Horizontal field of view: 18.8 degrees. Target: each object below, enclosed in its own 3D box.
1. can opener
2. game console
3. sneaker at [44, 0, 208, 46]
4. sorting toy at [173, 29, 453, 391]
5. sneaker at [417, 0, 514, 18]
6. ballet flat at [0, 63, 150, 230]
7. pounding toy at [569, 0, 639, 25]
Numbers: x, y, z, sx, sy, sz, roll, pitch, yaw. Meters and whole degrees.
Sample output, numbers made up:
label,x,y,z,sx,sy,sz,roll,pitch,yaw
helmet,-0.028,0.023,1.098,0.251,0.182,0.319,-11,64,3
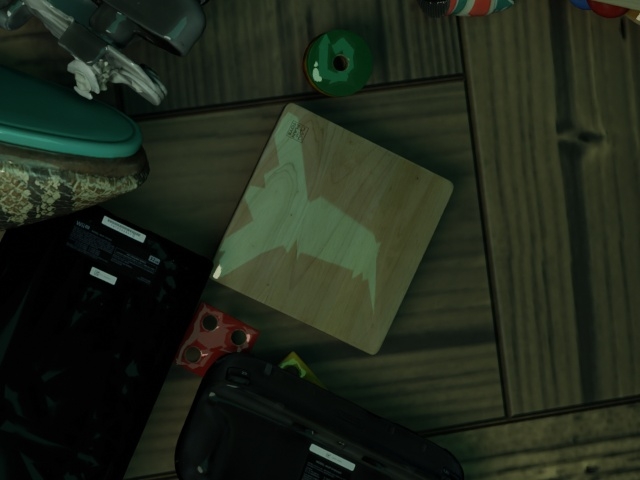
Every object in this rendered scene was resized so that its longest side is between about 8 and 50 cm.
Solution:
label,x,y,z,sx,sy,sz,roll,pitch,yaw
can opener,-0.196,-0.179,1.238,0.280,0.074,0.093,33,82,14
game console,-0.073,0.133,1.275,0.361,0.044,0.213,27,75,-14
sneaker,-0.044,-0.271,1.243,0.366,0.210,0.137,-46,100,-7
sorting toy,0.000,0.000,1.347,0.132,0.046,0.274,25,87,-12
sneaker,0.108,-0.235,1.364,0.075,0.057,0.161,0,91,-29
ballet flat,-0.355,-0.086,1.232,0.482,0.164,0.182,24,109,-6
pounding toy,0.232,-0.179,1.344,0.141,0.130,0.100,11,100,-12
